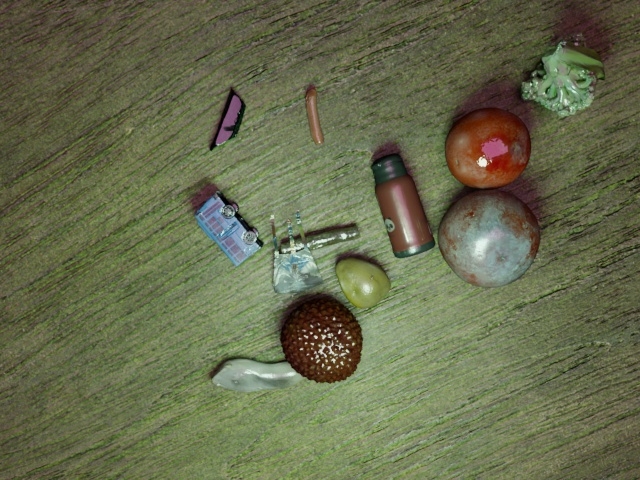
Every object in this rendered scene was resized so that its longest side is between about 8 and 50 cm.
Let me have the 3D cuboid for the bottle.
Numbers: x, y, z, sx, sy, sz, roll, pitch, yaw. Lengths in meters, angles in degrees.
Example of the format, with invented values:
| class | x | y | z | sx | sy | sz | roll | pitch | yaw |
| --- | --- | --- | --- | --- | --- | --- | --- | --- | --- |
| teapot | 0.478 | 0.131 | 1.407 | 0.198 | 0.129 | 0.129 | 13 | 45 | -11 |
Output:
| class | x | y | z | sx | sy | sz | roll | pitch | yaw |
| --- | --- | --- | --- | --- | --- | --- | --- | --- | --- |
| bottle | 0.263 | -0.118 | 1.694 | 0.144 | 0.144 | 0.336 | -19 | 96 | 0 |

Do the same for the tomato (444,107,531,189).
| class | x | y | z | sx | sy | sz | roll | pitch | yaw |
| --- | --- | --- | --- | --- | --- | --- | --- | --- | --- |
| tomato | 0.537 | -0.287 | 1.637 | 0.265 | 0.265 | 0.264 | 0 | 95 | -2 |

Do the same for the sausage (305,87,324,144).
| class | x | y | z | sx | sy | sz | roll | pitch | yaw |
| --- | --- | --- | --- | --- | --- | --- | --- | --- | --- |
| sausage | -0.020 | -0.411 | 1.710 | 0.043 | 0.043 | 0.186 | -9 | 96 | -1 |

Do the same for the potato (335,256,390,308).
| class | x | y | z | sx | sy | sz | roll | pitch | yaw |
| --- | --- | --- | --- | --- | --- | --- | --- | --- | --- |
| potato | 0.137 | 0.133 | 1.725 | 0.194 | 0.157 | 0.157 | 43 | 93 | 8 |

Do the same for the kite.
| class | x | y | z | sx | sy | sz | roll | pitch | yaw |
| --- | --- | --- | --- | --- | --- | --- | --- | --- | --- |
| kite | -0.103 | 0.050 | 1.710 | 0.169 | 0.015 | 0.309 | -15 | 117 | -1 |

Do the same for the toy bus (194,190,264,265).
| class | x | y | z | sx | sy | sz | roll | pitch | yaw |
| --- | --- | --- | --- | --- | --- | --- | --- | --- | --- |
| toy bus | -0.304 | -0.040 | 1.699 | 0.134 | 0.116 | 0.234 | -38 | 97 | 5 |

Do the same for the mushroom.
| class | x | y | z | sx | sy | sz | roll | pitch | yaw |
| --- | --- | --- | --- | --- | --- | --- | --- | --- | --- |
| mushroom | -0.197 | 0.459 | 1.764 | 0.352 | 0.097 | 0.109 | 2 | 98 | -6 |

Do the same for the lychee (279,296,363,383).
| class | x | y | z | sx | sy | sz | roll | pitch | yaw |
| --- | --- | --- | --- | --- | --- | --- | --- | --- | --- |
| lychee | 0.010 | 0.324 | 1.674 | 0.276 | 0.304 | 0.275 | -4 | 96 | -35 |

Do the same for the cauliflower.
| class | x | y | z | sx | sy | sz | roll | pitch | yaw |
| --- | --- | --- | --- | --- | --- | --- | --- | --- | --- |
| cauliflower | 0.760 | -0.541 | 1.613 | 0.315 | 0.239 | 0.256 | 23 | 93 | -47 |

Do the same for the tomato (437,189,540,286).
| class | x | y | z | sx | sy | sz | roll | pitch | yaw |
| --- | --- | --- | --- | --- | --- | --- | --- | --- | --- |
| tomato | 0.536 | -0.007 | 1.650 | 0.317 | 0.282 | 0.316 | -1 | 113 | -1 |

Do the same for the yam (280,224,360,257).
| class | x | y | z | sx | sy | sz | roll | pitch | yaw |
| --- | --- | --- | --- | --- | --- | --- | --- | --- | --- |
| yam | 0.000 | 0.000 | 1.741 | 0.274 | 0.061 | 0.061 | -14 | 96 | -1 |

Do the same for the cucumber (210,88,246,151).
| class | x | y | z | sx | sy | sz | roll | pitch | yaw |
| --- | --- | --- | --- | --- | --- | --- | --- | --- | --- |
| cucumber | -0.300 | -0.389 | 1.704 | 0.070 | 0.046 | 0.220 | 19 | 94 | -11 |
